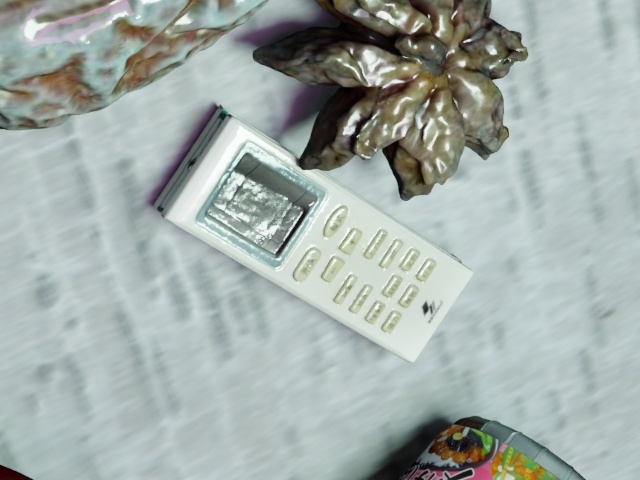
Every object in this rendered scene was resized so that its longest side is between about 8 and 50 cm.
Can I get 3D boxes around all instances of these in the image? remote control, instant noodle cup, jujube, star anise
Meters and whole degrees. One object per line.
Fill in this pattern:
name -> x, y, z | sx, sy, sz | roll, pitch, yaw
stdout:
remote control -> 0.000, 0.000, 1.248 | 0.277, 0.055, 0.103 | 32, 94, -28
instant noodle cup -> 0.151, 0.278, 1.318 | 0.302, 0.258, 0.181 | 37, 73, 6
jujube -> -0.157, -0.214, 1.023 | 0.317, 0.226, 0.226 | -30, 117, -16
star anise -> 0.072, -0.147, 1.173 | 0.236, 0.109, 0.223 | 15, 92, -25

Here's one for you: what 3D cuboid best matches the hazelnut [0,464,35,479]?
hazelnut -> -0.322, 0.349, 1.085 | 0.402, 0.402, 0.429 | -19, 116, -15
